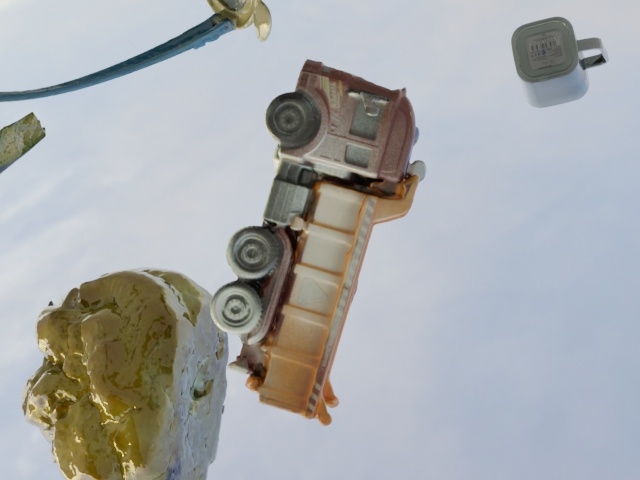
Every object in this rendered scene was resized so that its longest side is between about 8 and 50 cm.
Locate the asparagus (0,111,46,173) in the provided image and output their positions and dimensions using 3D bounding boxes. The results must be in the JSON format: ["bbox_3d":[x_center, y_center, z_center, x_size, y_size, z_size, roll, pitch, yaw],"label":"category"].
[{"bbox_3d":[-0.378,-0.092,1.191,0.041,0.045,0.178,29,-128,16],"label":"asparagus"}]

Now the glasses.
[{"bbox_3d":[-0.153,-0.182,0.607,0.220,0.190,0.088,-18,-140,-1],"label":"glasses"}]

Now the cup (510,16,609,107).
[{"bbox_3d":[0.339,-0.253,1.464,0.128,0.095,0.129,-11,170,17],"label":"cup"}]

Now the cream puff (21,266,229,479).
[{"bbox_3d":[-0.263,0.194,1.316,0.257,0.325,0.291,7,-176,14],"label":"cream puff"}]

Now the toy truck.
[{"bbox_3d":[0.000,0.000,0.837,0.135,0.271,0.114,16,-179,3],"label":"toy truck"}]
